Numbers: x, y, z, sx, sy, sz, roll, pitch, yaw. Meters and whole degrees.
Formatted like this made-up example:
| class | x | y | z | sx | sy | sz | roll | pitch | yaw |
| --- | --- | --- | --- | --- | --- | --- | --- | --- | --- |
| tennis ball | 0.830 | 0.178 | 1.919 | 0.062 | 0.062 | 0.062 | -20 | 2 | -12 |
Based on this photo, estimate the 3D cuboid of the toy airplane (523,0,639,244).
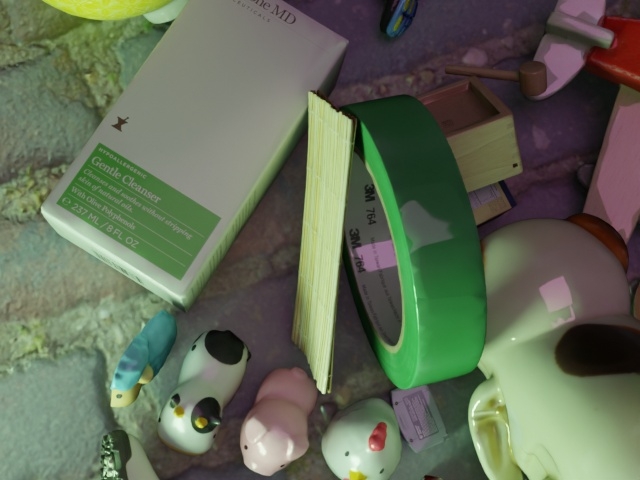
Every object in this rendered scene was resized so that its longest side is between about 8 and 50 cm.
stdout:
| class | x | y | z | sx | sy | sz | roll | pitch | yaw |
| --- | --- | --- | --- | --- | --- | --- | --- | --- | --- |
| toy airplane | 0.459 | -0.206 | 1.188 | 0.386 | 0.272 | 0.385 | -28 | 69 | 24 |

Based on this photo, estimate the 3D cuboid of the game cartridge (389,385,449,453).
| class | x | y | z | sx | sy | sz | roll | pitch | yaw |
| --- | --- | --- | --- | --- | --- | --- | --- | --- | --- |
| game cartridge | 0.120 | 0.218 | 1.155 | 0.056 | 0.017 | 0.083 | -19 | 82 | -14 |

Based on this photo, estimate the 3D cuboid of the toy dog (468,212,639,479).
| class | x | y | z | sx | sy | sz | roll | pitch | yaw |
| --- | --- | --- | --- | --- | --- | --- | --- | --- | --- |
| toy dog | 0.276 | 0.158 | 1.021 | 0.284 | 0.395 | 0.408 | -22 | 48 | 2 |

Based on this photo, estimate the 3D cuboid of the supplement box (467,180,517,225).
| class | x | y | z | sx | sy | sz | roll | pitch | yaw |
| --- | --- | --- | --- | --- | --- | --- | --- | --- | --- |
| supplement box | 0.191 | -0.044 | 1.182 | 0.083 | 0.083 | 0.056 | -26 | 84 | -11 |

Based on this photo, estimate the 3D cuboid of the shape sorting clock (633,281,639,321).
| class | x | y | z | sx | sy | sz | roll | pitch | yaw |
| --- | --- | --- | --- | --- | --- | --- | --- | --- | --- |
| shape sorting clock | 0.503 | 0.108 | 1.193 | 0.206 | 0.040 | 0.206 | 2 | 62 | -4 |

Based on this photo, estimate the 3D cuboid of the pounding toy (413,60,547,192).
| class | x | y | z | sx | sy | sz | roll | pitch | yaw |
| --- | --- | --- | --- | --- | --- | --- | --- | --- | --- |
| pounding toy | 0.191 | -0.146 | 1.156 | 0.206 | 0.181 | 0.094 | -20 | 123 | -2 |

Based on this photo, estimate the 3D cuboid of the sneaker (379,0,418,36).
| class | x | y | z | sx | sy | sz | roll | pitch | yaw |
| --- | --- | --- | --- | --- | --- | --- | --- | --- | --- |
| sneaker | 0.093 | -0.362 | 1.252 | 0.078 | 0.067 | 0.188 | -1 | 80 | 14 |

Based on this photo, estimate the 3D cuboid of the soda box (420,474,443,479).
| class | x | y | z | sx | sy | sz | roll | pitch | yaw |
| --- | --- | --- | --- | --- | --- | --- | --- | --- | --- |
| soda box | 0.074 | 0.399 | 1.078 | 0.263 | 0.083 | 0.092 | -44 | 86 | -13 |

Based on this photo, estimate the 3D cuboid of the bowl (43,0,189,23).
| class | x | y | z | sx | sy | sz | roll | pitch | yaw |
| --- | --- | --- | --- | --- | --- | --- | --- | --- | --- |
| bowl | -0.217 | -0.363 | 1.141 | 0.289 | 0.289 | 0.156 | -53 | 132 | -13 |

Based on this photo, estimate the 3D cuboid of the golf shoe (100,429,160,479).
| class | x | y | z | sx | sy | sz | roll | pitch | yaw |
| --- | --- | --- | --- | --- | --- | --- | --- | --- | --- |
| golf shoe | -0.171 | 0.337 | 1.063 | 0.120 | 0.105 | 0.273 | -20 | 88 | -27 |

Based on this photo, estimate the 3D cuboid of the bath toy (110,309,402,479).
| class | x | y | z | sx | sy | sz | roll | pitch | yaw |
| --- | --- | --- | --- | --- | --- | --- | --- | --- | --- |
| bath toy | -0.064 | 0.200 | 1.078 | 0.348 | 0.129 | 0.151 | 21 | 76 | -3 |

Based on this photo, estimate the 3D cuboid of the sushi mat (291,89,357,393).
| class | x | y | z | sx | sy | sz | roll | pitch | yaw |
| --- | --- | --- | --- | --- | --- | --- | --- | --- | --- |
| sushi mat | 0.000 | 0.000 | 1.047 | 0.019 | 0.151 | 0.317 | -1 | 109 | -17 |

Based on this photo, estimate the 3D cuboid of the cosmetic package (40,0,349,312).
| class | x | y | z | sx | sy | sz | roll | pitch | yaw |
| --- | --- | --- | --- | --- | --- | --- | --- | --- | --- |
| cosmetic package | -0.143 | -0.120 | 1.119 | 0.197 | 0.155 | 0.366 | 30 | 78 | 1 |

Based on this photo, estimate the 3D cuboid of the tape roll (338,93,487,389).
| class | x | y | z | sx | sy | sz | roll | pitch | yaw |
| --- | --- | --- | --- | --- | --- | --- | --- | --- | --- |
| tape roll | 0.088 | 0.002 | 1.037 | 0.077 | 0.321 | 0.321 | -12 | 80 | -11 |
